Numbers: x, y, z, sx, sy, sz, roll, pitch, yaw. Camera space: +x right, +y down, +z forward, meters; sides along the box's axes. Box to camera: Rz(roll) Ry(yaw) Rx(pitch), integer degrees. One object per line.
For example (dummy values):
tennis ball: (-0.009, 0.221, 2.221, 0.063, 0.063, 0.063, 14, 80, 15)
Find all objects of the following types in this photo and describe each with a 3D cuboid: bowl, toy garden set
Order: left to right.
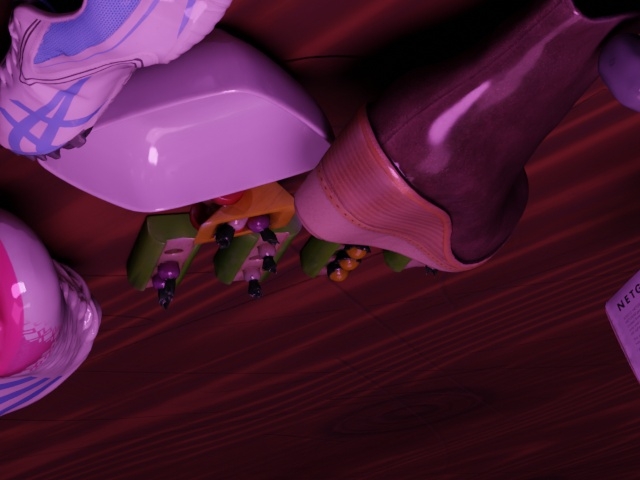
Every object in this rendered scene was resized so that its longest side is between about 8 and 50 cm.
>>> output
bowl: (-0.074, -0.068, 0.929, 0.142, 0.053, 0.142, -16, 162, 19)
toy garden set: (0.000, 0.000, 1.185, 0.244, 0.049, 0.204, -4, 162, -16)

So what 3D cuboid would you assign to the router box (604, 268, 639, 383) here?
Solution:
router box: (0.409, -0.014, 1.140, 0.301, 0.082, 0.335, 3, 141, -34)

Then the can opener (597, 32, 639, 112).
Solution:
can opener: (0.276, -0.050, 0.892, 0.283, 0.095, 0.076, 18, 122, -32)

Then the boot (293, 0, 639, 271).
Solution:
boot: (0.117, -0.068, 0.964, 0.207, 0.090, 0.248, -38, 165, 27)

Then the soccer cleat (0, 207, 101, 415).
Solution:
soccer cleat: (-0.208, 0.043, 1.152, 0.143, 0.116, 0.331, -19, 170, -26)

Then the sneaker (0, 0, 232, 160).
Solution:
sneaker: (-0.114, -0.103, 0.785, 0.086, 0.085, 0.237, 34, 153, -16)
